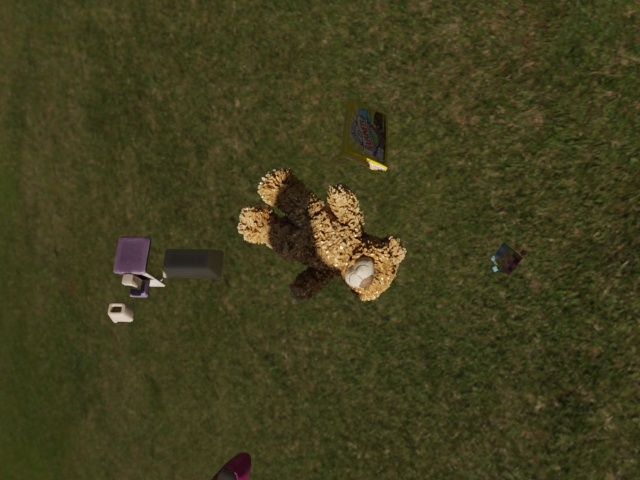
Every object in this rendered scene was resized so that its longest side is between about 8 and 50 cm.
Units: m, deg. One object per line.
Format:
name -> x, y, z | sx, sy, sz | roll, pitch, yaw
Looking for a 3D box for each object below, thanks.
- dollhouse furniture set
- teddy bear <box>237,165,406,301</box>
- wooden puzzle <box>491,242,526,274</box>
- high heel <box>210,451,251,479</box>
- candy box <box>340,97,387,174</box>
dollhouse furniture set -> -0.160, 0.052, 0.660 | 0.081, 0.114, 0.091 | 69, -158, -69
teddy bear -> 0.000, 0.000, 1.175 | 0.338, 0.245, 0.113 | 49, -178, -4
wooden puzzle -> 0.382, 0.037, 1.222 | 0.049, 0.006, 0.083 | 45, 129, 23
high heel -> -0.252, 0.590, 1.410 | 0.082, 0.244, 0.117 | 28, 144, 27
candy box -> 0.101, -0.238, 1.335 | 0.206, 0.105, 0.027 | -84, 18, -45
